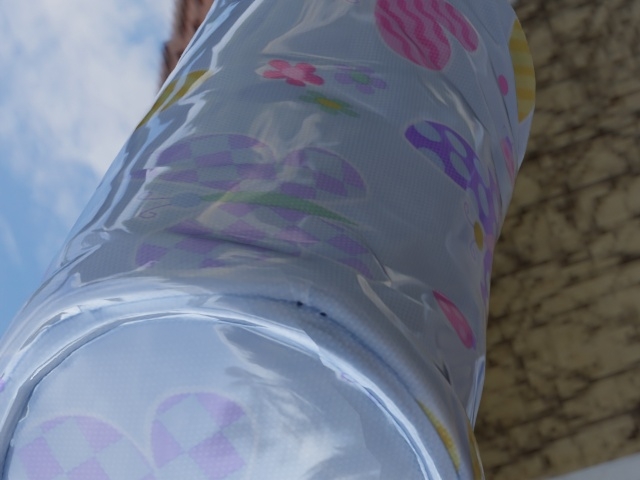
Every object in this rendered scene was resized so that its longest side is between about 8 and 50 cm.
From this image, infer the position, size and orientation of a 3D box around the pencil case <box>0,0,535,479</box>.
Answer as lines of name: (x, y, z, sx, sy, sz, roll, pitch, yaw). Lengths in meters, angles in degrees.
pencil case: (0.000, 0.000, 0.442, 0.124, 0.113, 0.273, 27, -151, -6)
